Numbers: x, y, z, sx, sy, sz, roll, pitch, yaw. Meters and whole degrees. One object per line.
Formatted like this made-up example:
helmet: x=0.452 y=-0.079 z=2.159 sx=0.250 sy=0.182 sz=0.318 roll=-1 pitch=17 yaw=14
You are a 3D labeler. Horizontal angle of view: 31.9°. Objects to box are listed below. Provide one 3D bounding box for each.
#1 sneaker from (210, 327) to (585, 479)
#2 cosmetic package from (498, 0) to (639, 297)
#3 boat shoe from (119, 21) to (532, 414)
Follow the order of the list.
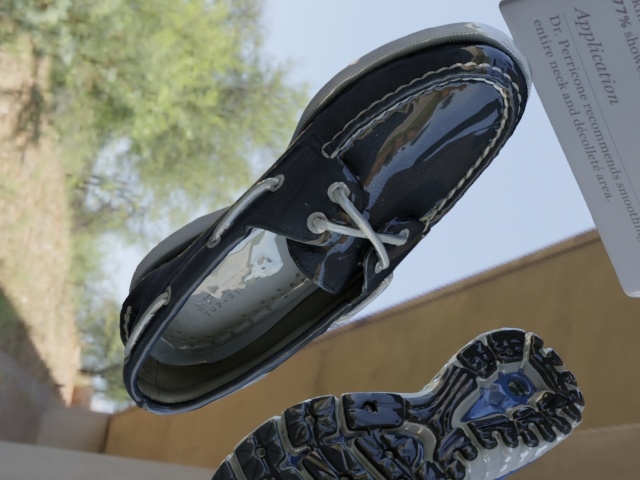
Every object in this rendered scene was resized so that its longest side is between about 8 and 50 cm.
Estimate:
sneaker: x=0.051 y=0.183 z=0.843 sx=0.130 sy=0.330 sz=0.147 roll=57 pitch=-37 yaw=25
cosmetic package: x=0.444 y=-0.175 z=0.978 sx=0.393 sy=0.329 sz=0.327 roll=-6 pitch=-152 yaw=46
boat shoe: x=0.000 y=0.000 z=0.640 sx=0.302 sy=0.114 sz=0.091 roll=-42 pitch=-153 yaw=27
